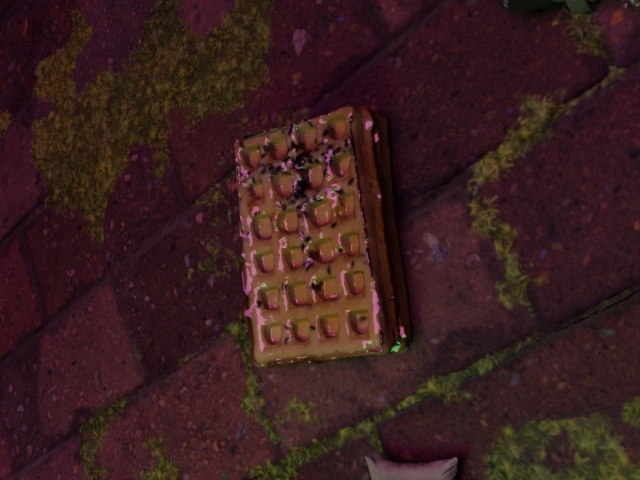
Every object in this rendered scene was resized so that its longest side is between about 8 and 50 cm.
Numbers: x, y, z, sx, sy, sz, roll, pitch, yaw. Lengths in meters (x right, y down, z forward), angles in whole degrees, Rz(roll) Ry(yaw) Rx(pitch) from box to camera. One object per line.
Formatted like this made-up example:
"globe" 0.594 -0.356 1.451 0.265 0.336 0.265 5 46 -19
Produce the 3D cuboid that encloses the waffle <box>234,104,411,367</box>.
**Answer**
"waffle" 0.000 0.000 1.204 0.261 0.114 0.376 -11 80 37

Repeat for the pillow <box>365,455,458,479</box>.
"pillow" 0.128 0.426 1.097 0.144 0.078 0.254 -5 85 37

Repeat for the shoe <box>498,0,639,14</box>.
"shoe" 0.359 -0.324 0.951 0.293 0.109 0.149 -24 67 29
